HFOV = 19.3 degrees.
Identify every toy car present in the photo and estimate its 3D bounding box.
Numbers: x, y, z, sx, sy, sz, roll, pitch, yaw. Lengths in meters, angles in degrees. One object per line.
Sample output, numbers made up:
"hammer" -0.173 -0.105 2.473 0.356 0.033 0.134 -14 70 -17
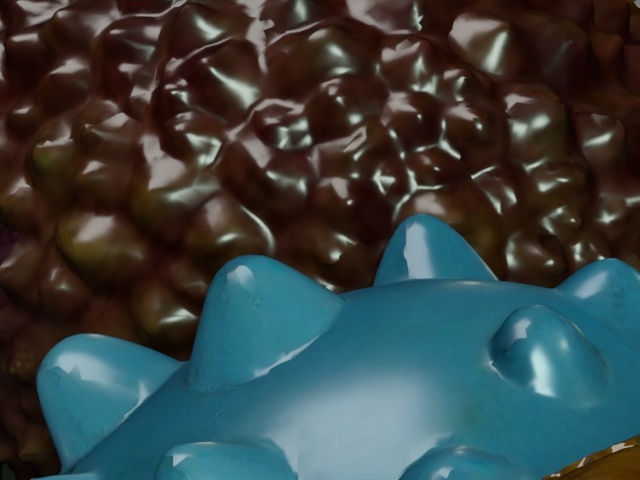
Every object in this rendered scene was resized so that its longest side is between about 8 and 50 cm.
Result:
"toy car" 0.005 0.095 0.481 0.255 0.190 0.188 -24 11 40

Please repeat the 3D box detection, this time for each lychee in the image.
"lychee" 0.000 0.000 0.710 0.306 0.306 0.330 -33 15 -25

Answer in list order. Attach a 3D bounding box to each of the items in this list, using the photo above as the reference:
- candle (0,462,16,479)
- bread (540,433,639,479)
"candle" -0.241 0.186 0.825 0.330 0.187 0.187 -28 8 19
"bread" 0.068 0.109 0.266 0.270 0.142 0.195 -32 18 13
